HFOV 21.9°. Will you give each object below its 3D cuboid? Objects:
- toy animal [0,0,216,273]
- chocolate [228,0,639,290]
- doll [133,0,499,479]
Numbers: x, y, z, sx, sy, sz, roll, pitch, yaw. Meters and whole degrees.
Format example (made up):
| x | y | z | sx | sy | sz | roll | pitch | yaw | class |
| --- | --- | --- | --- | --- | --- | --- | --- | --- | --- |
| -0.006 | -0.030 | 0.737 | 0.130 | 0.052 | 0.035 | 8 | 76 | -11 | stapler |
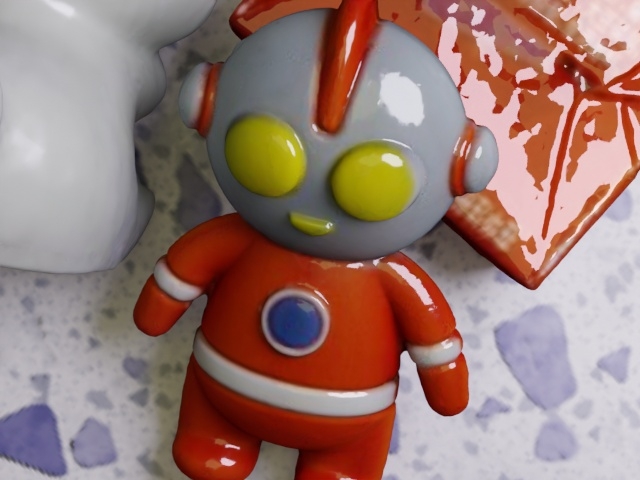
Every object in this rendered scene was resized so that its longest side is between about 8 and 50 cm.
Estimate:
| x | y | z | sx | sy | sz | roll | pitch | yaw | class |
| --- | --- | --- | --- | --- | --- | --- | --- | --- | --- |
| -0.155 | -0.165 | 0.904 | 0.196 | 0.241 | 0.367 | 17 | 83 | 1 | toy animal |
| 0.105 | -0.128 | 0.985 | 0.237 | 0.108 | 0.235 | 41 | 83 | 0 | chocolate |
| 0.000 | 0.000 | 0.899 | 0.200 | 0.105 | 0.336 | 16 | 117 | 8 | doll |
